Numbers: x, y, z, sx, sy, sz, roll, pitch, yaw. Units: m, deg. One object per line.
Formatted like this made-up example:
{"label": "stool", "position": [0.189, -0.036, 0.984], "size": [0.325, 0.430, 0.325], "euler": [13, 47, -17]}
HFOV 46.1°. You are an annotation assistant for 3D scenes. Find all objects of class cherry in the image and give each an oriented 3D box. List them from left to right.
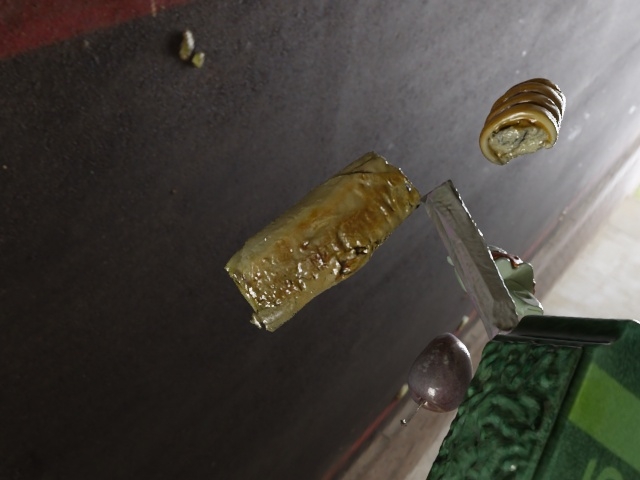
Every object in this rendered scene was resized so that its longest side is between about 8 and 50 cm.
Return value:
{"label": "cherry", "position": [0.206, 0.246, 1.346], "size": [0.188, 0.115, 0.148], "euler": [101, -15, -69]}

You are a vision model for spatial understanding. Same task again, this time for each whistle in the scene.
{"label": "whistle", "position": [0.281, 0.065, 1.201], "size": [0.101, 0.253, 0.106], "euler": [-17, 110, -5]}

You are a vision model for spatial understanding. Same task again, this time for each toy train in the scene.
{"label": "toy train", "position": [0.209, 0.212, 0.622], "size": [0.299, 0.238, 0.167], "euler": [-60, -158, -18]}

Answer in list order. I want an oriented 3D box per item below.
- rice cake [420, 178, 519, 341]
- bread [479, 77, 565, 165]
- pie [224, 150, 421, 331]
{"label": "rice cake", "position": [0.205, 0.027, 1.026], "size": [0.055, 0.270, 0.049], "euler": [-16, 150, -11]}
{"label": "bread", "position": [0.310, -0.187, 1.158], "size": [0.119, 0.084, 0.177], "euler": [-27, -159, 39]}
{"label": "pie", "position": [0.000, 0.000, 1.011], "size": [0.282, 0.129, 0.068], "euler": [-39, 172, -1]}
